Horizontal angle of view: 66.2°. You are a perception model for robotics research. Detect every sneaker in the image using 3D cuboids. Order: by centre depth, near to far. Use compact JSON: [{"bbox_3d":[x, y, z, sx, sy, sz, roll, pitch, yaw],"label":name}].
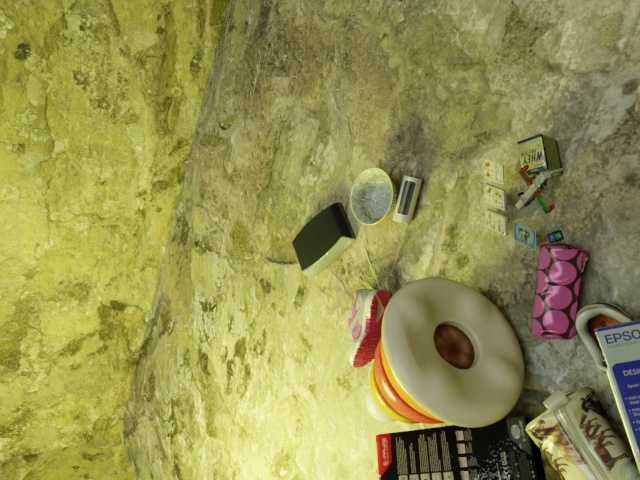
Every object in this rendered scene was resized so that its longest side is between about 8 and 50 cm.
[{"bbox_3d":[0.616,0.239,0.910,0.321,0.127,0.126,43,117,40],"label":"sneaker"},{"bbox_3d":[0.130,0.258,1.486,0.111,0.103,0.252,20,95,52],"label":"sneaker"}]

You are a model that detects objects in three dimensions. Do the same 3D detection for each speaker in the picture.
[{"bbox_3d":[0.248,-0.116,1.407,0.055,0.055,0.136,25,105,47],"label":"speaker"}]

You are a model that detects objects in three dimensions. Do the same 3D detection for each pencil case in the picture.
[{"bbox_3d":[0.555,0.483,0.914,0.160,0.183,0.410,-28,60,4],"label":"pencil case"},{"bbox_3d":[0.516,0.111,1.062,0.098,0.095,0.209,7,95,26],"label":"pencil case"}]

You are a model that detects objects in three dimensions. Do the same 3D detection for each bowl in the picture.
[{"bbox_3d":[0.176,-0.128,1.469,0.170,0.080,0.170,-4,84,48],"label":"bowl"}]

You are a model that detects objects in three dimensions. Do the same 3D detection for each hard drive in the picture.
[{"bbox_3d":[0.000,0.000,1.677,0.255,0.054,0.172,-42,57,38],"label":"hard drive"}]

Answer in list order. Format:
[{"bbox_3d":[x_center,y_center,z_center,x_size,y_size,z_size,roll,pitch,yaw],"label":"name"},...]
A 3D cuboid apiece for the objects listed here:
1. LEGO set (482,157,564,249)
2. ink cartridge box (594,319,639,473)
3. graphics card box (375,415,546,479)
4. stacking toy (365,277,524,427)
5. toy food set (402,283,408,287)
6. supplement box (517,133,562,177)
[{"bbox_3d":[0.456,-0.083,1.099,0.244,0.060,0.182,-132,28,-65],"label":"LEGO set"},{"bbox_3d":[0.655,0.261,0.800,0.304,0.072,0.307,-17,77,21],"label":"ink cartridge box"},{"bbox_3d":[0.313,0.544,1.114,0.371,0.094,0.232,-21,51,29],"label":"graphics card box"},{"bbox_3d":[0.239,0.343,1.256,0.350,0.351,0.480,68,150,26],"label":"stacking toy"},{"bbox_3d":[0.277,0.206,1.358,0.132,0.039,0.192,-23,70,45],"label":"toy food set"},{"bbox_3d":[0.496,-0.186,1.109,0.056,0.083,0.083,-16,75,46],"label":"supplement box"}]
